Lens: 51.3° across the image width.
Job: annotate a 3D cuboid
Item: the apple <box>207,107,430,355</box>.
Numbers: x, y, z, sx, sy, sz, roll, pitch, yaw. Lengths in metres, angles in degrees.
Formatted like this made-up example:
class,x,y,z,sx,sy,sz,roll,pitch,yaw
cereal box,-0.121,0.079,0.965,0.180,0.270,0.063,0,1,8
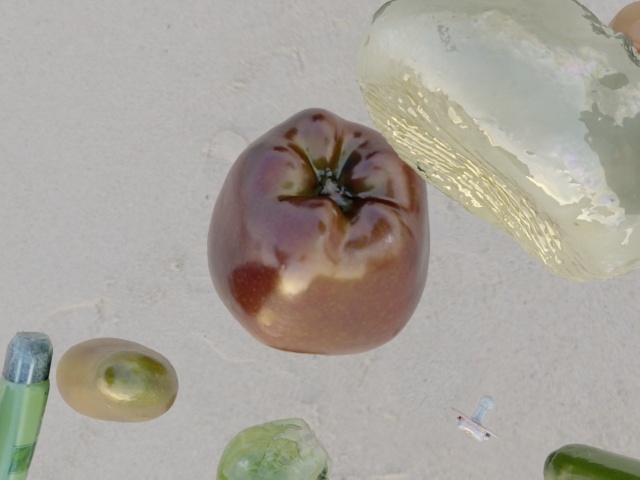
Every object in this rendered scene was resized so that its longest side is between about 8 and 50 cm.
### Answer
class,x,y,z,sx,sy,sz,roll,pitch,yaw
apple,0.000,0.000,0.842,0.288,0.317,0.288,3,58,-6

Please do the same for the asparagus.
class,x,y,z,sx,sy,sz,roll,pitch,yaw
asparagus,0.280,0.211,0.532,0.067,0.277,0.060,28,76,-8

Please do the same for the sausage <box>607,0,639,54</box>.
class,x,y,z,sx,sy,sz,roll,pitch,yaw
sausage,0.414,-0.180,0.729,0.120,0.136,0.241,-42,46,-5

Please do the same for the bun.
class,x,y,z,sx,sy,sz,roll,pitch,yaw
bun,0.132,-0.081,0.426,0.231,0.231,0.133,40,89,16

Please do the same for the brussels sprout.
class,x,y,z,sx,sy,sz,roll,pitch,yaw
brussels sprout,-0.094,0.483,1.365,0.244,0.244,0.244,0,91,21

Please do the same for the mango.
class,x,y,z,sx,sy,sz,roll,pitch,yaw
mango,-0.234,0.162,0.778,0.227,0.136,0.099,-19,54,60

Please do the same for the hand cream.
class,x,y,z,sx,sy,sz,roll,pitch,yaw
hand cream,-0.280,0.173,0.617,0.046,0.095,0.175,8,88,-23

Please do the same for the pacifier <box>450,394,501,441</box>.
class,x,y,z,sx,sy,sz,roll,pitch,yaw
pacifier,0.281,0.308,1.174,0.099,0.081,0.078,28,86,21
